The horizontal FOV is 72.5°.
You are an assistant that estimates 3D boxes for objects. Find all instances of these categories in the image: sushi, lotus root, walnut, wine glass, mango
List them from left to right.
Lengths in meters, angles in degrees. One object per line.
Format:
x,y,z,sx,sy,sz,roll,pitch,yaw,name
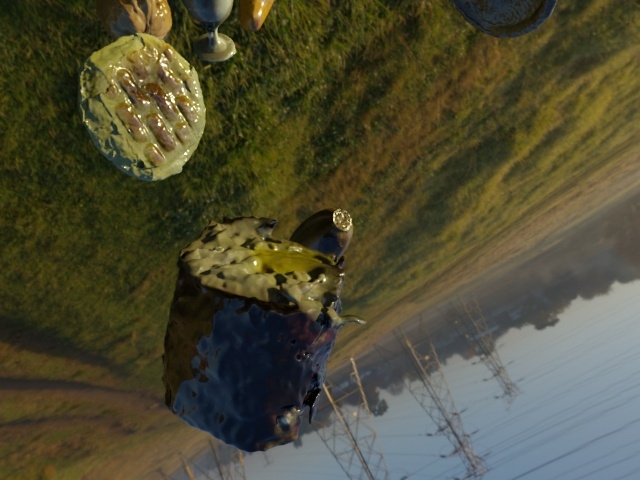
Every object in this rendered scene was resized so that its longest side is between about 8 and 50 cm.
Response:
-0.609,-0.756,1.424,0.224,0.257,0.257,-11,156,-41,walnut
-0.282,-0.586,1.110,0.126,0.126,0.241,-23,157,-18,wine glass
-0.106,0.145,0.720,0.281,0.299,0.294,14,111,-9,sushi
-0.221,-0.858,1.521,0.120,0.295,0.177,26,163,-17,mango
0.000,0.000,1.130,0.123,0.124,0.241,13,150,-32,lotus root

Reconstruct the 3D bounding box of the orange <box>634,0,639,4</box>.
0.668,-0.546,0.722,0.262,0.196,0.334,-59,-161,13,orange

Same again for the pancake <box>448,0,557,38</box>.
0.259,-0.382,0.645,0.021,0.199,0.199,-53,165,-9,pancake

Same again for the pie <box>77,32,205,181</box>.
-0.368,-0.285,0.932,0.071,0.306,0.306,5,-173,39,pie
